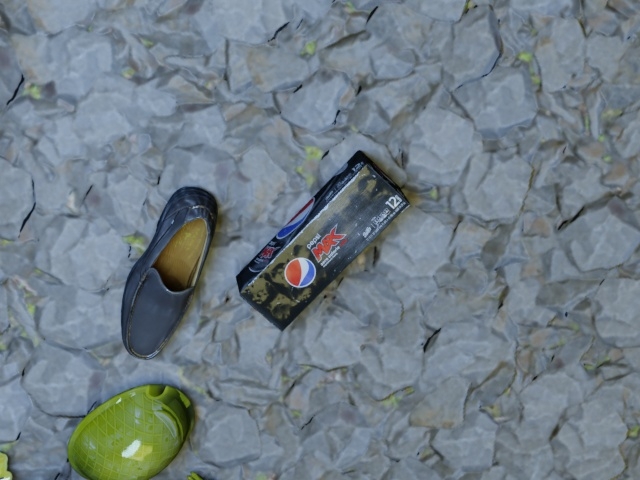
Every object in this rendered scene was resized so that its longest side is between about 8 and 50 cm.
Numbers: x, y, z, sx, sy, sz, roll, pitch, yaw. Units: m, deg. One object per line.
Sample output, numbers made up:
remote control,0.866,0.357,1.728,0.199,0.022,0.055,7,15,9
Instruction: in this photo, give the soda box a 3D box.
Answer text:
soda box,0.000,0.000,1.457,0.060,0.053,0.169,42,98,-17

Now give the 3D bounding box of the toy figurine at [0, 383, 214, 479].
toy figurine,-0.250,0.304,1.438,0.362,0.217,0.191,-28,109,3

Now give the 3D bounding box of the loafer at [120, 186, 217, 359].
loafer,-0.140,0.036,1.447,0.062,0.061,0.170,16,106,-13
